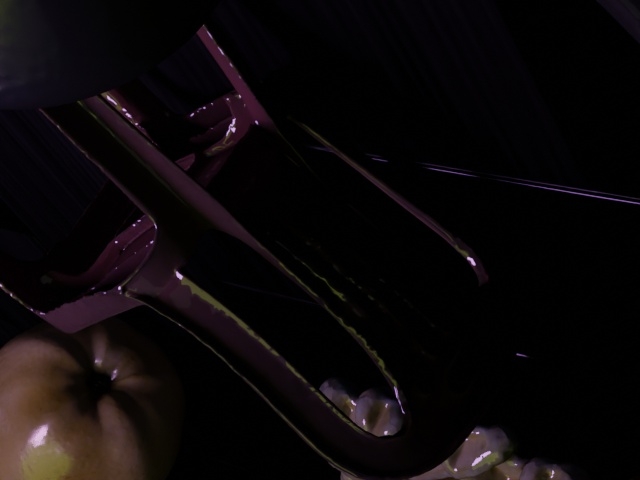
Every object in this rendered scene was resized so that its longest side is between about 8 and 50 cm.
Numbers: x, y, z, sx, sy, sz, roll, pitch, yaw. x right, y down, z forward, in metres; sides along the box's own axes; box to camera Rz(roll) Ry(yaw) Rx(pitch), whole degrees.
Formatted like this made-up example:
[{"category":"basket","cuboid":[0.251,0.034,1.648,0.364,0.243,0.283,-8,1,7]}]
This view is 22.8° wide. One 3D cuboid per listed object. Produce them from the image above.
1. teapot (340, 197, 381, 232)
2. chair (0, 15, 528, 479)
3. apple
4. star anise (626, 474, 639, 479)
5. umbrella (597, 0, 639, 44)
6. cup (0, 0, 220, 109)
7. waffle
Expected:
[{"category":"teapot","cuboid":[0.000,0.000,0.981,0.100,0.045,0.068,41,154,-24]},{"category":"chair","cuboid":[-0.064,-0.011,0.878,0.326,0.176,0.183,46,147,-19]},{"category":"apple","cuboid":[-0.209,0.153,1.383,0.200,0.200,0.200,26,157,12]},{"category":"star anise","cuboid":[0.238,0.173,0.961,0.212,0.111,0.196,-22,151,26]},{"category":"umbrella","cuboid":[0.066,-0.135,0.600,0.248,0.071,0.071,40,156,-23]},{"category":"cup","cuboid":[-0.147,-0.171,0.678,0.223,0.169,0.176,34,157,34]},{"category":"waffle","cuboid":[0.125,0.211,1.245,0.291,0.056,0.309,23,157,17]}]
